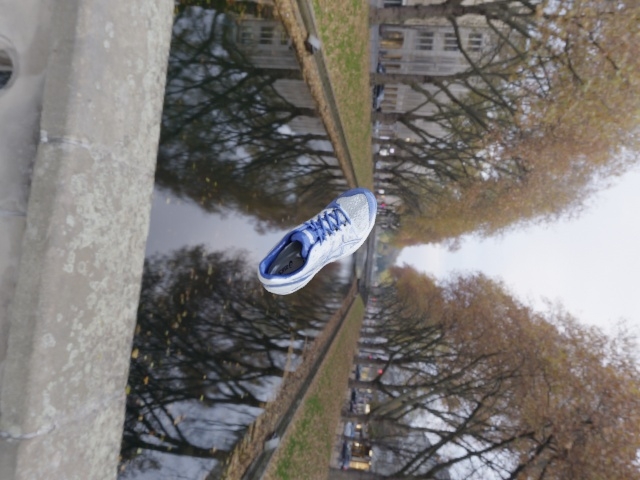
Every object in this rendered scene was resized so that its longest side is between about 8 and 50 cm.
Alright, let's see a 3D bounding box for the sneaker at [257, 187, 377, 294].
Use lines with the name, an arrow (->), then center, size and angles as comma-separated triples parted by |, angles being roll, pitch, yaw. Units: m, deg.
sneaker -> 0.000, 0.000, 0.904 | 0.296, 0.112, 0.131 | -44, 167, -3
